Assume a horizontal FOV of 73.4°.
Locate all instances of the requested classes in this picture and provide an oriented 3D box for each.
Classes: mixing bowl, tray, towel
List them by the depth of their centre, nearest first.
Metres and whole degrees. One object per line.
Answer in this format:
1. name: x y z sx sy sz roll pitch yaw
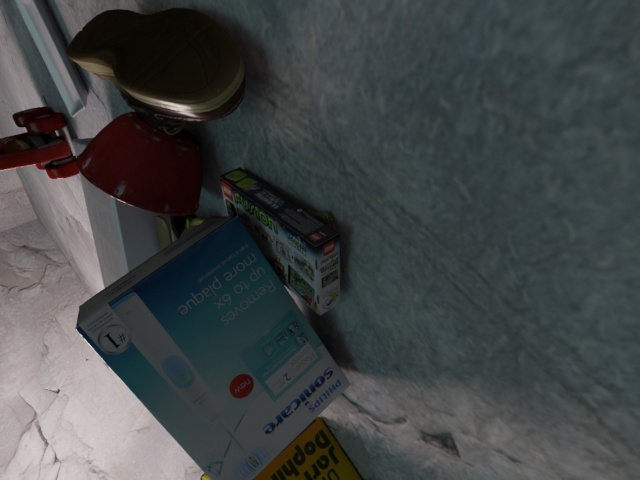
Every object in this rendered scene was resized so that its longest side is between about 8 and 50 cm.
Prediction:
1. towel: 0.000 0.000 0.529 0.060 0.009 0.083 16 128 45
2. mixing bowl: -0.247 -0.126 0.633 0.181 0.182 0.098 40 111 26
3. tray: -0.581 -0.415 0.939 0.145 0.030 0.270 7 122 51

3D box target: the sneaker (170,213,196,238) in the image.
1. sneaker: -0.244 0.023 0.827 0.089 0.051 0.170 -25 98 52

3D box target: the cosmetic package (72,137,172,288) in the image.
1. cosmetic package: -0.393 -0.012 0.876 0.285 0.098 0.376 20 119 46

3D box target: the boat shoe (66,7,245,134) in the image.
1. boat shoe: -0.197 -0.205 0.551 0.342 0.123 0.123 25 164 35

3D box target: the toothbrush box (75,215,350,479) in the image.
1. toothbrush box: -0.134 0.145 0.578 0.295 0.216 0.126 60 158 -18

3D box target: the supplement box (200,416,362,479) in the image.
1. supplement box: -0.086 0.508 0.878 0.195 0.194 0.356 55 146 6

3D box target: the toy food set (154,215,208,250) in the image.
1. toy food set: -0.187 0.020 0.743 0.192 0.038 0.132 17 128 15

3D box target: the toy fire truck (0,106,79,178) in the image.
1. toy fire truck: -0.839 -0.251 1.201 0.302 0.254 0.169 24 134 41

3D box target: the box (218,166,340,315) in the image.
1. box: -0.056 -0.004 0.560 0.207 0.036 0.114 36 142 37
